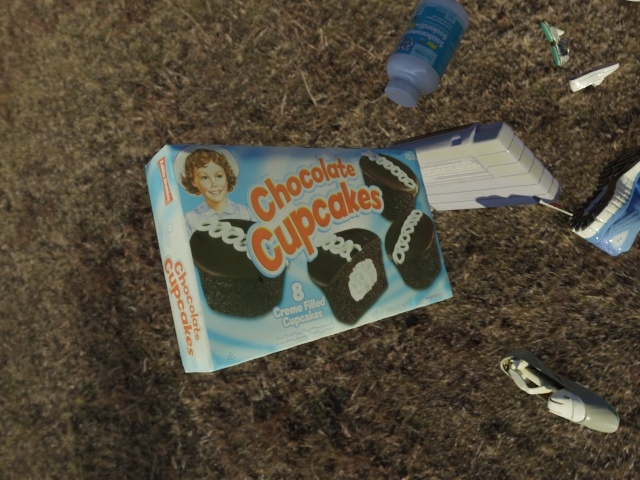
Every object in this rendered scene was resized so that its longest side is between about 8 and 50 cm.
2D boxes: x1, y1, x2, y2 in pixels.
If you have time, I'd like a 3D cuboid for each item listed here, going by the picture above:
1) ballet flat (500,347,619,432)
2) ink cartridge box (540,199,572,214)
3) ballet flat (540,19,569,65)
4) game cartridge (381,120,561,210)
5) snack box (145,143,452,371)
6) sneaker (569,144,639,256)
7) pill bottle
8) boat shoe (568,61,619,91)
[{"bbox_3d":[0.404,0.266,0.862,0.213,0.068,0.072,39,136,54],"label":"ballet flat"},{"bbox_3d":[0.664,-0.133,1.462,0.232,0.189,0.066,27,103,40],"label":"ink cartridge box"},{"bbox_3d":[0.556,-0.471,1.160,0.041,0.041,0.114,-21,109,31],"label":"ballet flat"},{"bbox_3d":[0.300,-0.151,1.076,0.355,0.230,0.068,1,57,55],"label":"game cartridge"},{"bbox_3d":[0.000,0.000,0.508,0.060,0.322,0.187,-20,82,49],"label":"snack box"},{"bbox_3d":[0.696,-0.096,1.093,0.147,0.130,0.330,43,77,-4],"label":"sneaker"},{"bbox_3d":[0.267,-0.485,1.286,0.146,0.146,0.264,24,86,36],"label":"pill bottle"},{"bbox_3d":[0.601,-0.357,1.082,0.100,0.035,0.035,-21,115,18],"label":"boat shoe"}]
